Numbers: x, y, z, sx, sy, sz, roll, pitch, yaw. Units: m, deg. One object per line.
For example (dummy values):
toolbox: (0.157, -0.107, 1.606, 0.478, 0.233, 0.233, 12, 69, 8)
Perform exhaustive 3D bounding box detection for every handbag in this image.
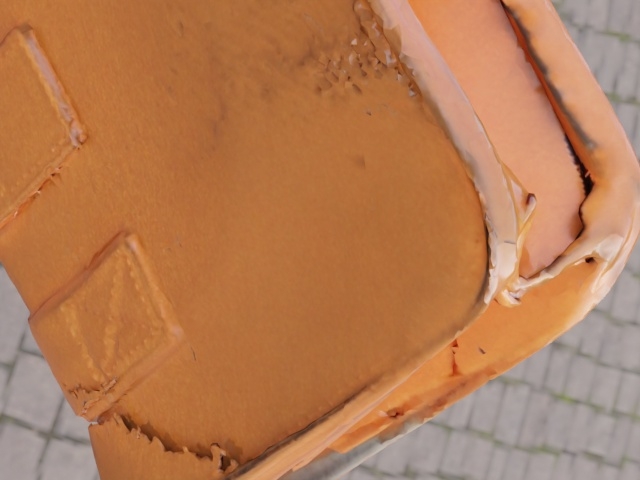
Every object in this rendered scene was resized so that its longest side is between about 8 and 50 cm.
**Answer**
handbag: (-0.066, -0.094, 0.746, 0.116, 0.303, 0.410, -14, 70, -48)
